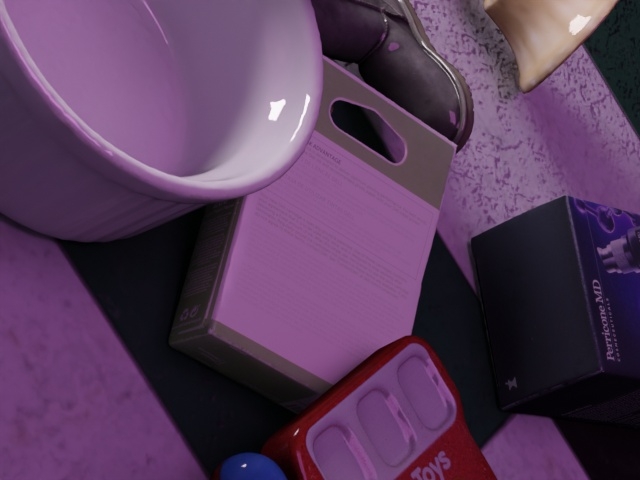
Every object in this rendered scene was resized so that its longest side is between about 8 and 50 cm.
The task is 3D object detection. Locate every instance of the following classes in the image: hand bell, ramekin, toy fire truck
[{"bbox_3d":[0.136,-0.257,1.555,0.242,0.126,0.126,43,42,-4],"label":"hand bell"},{"bbox_3d":[-0.142,-0.133,1.151,0.277,0.135,0.277,23,54,-36],"label":"ramekin"},{"bbox_3d":[0.035,0.222,1.116,0.302,0.169,0.254,-33,93,-49],"label":"toy fire truck"}]

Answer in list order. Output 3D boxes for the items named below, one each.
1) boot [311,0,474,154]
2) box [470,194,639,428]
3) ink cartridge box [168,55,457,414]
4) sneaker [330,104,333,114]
[{"bbox_3d":[0.007,-0.152,1.350,0.208,0.076,0.190,17,33,-48],"label":"boot"},{"bbox_3d":[0.238,0.064,1.462,0.207,0.108,0.153,11,62,-43],"label":"box"},{"bbox_3d":[0.000,0.000,1.258,0.171,0.056,0.235,31,59,-31],"label":"ink cartridge box"},{"bbox_3d":[-0.052,-0.099,1.306,0.118,0.067,0.042,28,46,7],"label":"sneaker"}]
